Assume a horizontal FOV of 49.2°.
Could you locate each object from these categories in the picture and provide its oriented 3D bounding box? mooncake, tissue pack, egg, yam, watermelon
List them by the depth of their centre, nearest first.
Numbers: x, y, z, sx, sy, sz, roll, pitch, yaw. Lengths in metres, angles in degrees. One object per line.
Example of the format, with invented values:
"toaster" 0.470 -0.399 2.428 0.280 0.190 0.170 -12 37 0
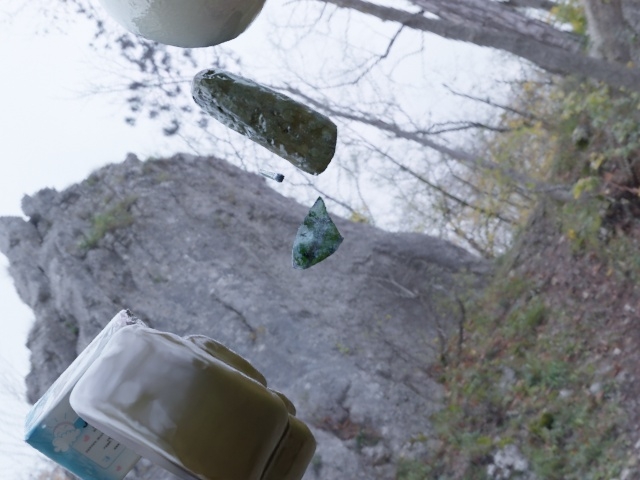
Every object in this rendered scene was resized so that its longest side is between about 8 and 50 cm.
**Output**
"mooncake" -0.123 0.164 0.669 0.117 0.235 0.234 -60 -23 -20
"egg" -0.224 -0.558 1.177 0.354 0.354 0.340 -42 -6 -29
"tissue pack" -0.368 0.285 1.252 0.271 0.124 0.201 -49 -62 -8
"yam" -0.120 -0.260 1.477 0.133 0.330 0.133 -62 8 15
"watermelon" -0.006 0.002 1.499 0.155 0.101 0.080 -50 -20 -2

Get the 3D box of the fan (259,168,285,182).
"fan" -0.087 -0.117 1.275 0.193 0.038 0.016 -146 78 -78
